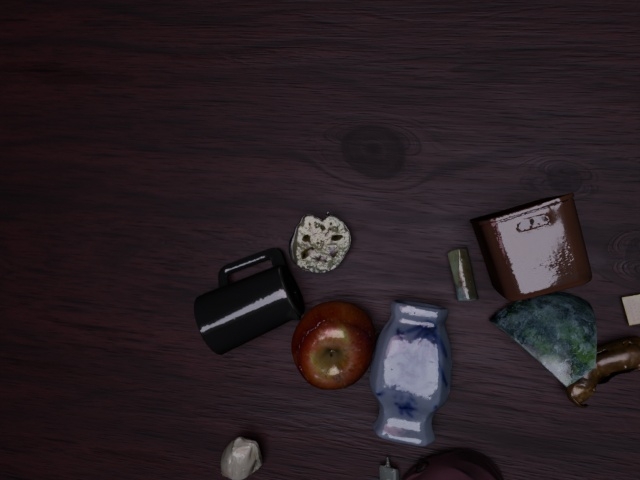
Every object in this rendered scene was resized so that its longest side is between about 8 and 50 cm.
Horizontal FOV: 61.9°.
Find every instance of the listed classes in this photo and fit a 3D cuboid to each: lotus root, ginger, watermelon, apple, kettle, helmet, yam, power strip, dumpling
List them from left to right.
[{"bbox_3d":[-0.258,0.721,1.760,0.136,0.118,0.199,16,121,-3],"label":"dumpling"},{"bbox_3d":[-0.225,0.199,1.738,0.308,0.262,0.203,-25,119,8],"label":"kettle"},{"bbox_3d":[-0.002,0.004,1.730,0.183,0.078,0.203,32,100,-2],"label":"lotus root"},{"bbox_3d":[0.038,0.315,1.636,0.252,0.206,0.271,6,106,0],"label":"apple"},{"bbox_3d":[0.217,0.810,1.689,0.060,0.027,0.252,-1,89,38],"label":"power strip"},{"bbox_3d":[0.392,0.791,1.582,0.338,0.197,0.270,-26,87,9],"label":"helmet"},{"bbox_3d":[0.437,0.107,1.640,0.068,0.068,0.169,-13,87,11],"label":"yam"},{"bbox_3d":[0.684,0.274,1.574,0.290,0.213,0.320,-37,39,-21],"label":"watermelon"},{"bbox_3d":[0.839,0.361,1.538,0.309,0.107,0.133,-31,70,6],"label":"ginger"}]

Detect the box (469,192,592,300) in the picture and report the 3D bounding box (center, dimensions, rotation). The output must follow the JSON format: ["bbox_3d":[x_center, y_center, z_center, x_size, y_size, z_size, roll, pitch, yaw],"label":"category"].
[{"bbox_3d":[0.573,0.017,1.479,0.240,0.339,0.229,-16,89,11],"label":"box"}]

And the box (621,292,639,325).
[{"bbox_3d":[0.963,0.189,1.538,0.155,0.023,0.086,-16,81,23],"label":"box"}]

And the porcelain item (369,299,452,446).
[{"bbox_3d":[0.274,0.391,1.616,0.243,0.178,0.405,8,88,12],"label":"porcelain item"}]
